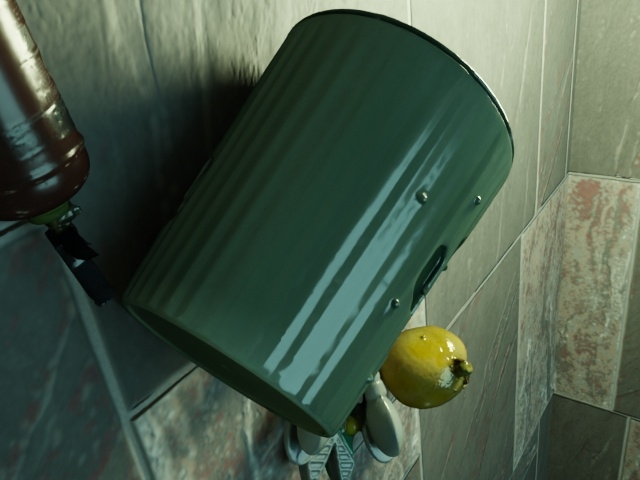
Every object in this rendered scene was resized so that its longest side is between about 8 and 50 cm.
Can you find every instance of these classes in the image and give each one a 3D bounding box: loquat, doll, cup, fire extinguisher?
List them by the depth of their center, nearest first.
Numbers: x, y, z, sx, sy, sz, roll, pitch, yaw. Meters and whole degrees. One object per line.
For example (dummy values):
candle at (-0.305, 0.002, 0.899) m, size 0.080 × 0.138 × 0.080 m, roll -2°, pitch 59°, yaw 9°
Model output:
fire extinguisher at (-0.239, -0.097, 0.459) m, size 0.102 × 0.138 × 0.344 m, roll -35°, pitch 129°, yaw -27°
cup at (0.018, 0.005, 0.735) m, size 0.392 × 0.310 × 0.401 m, roll -57°, pitch 140°, yaw -20°
doll at (0.016, 0.256, 0.964) m, size 0.195 × 0.153 × 0.258 m, roll -19°, pitch 93°, yaw -22°
loquat at (0.205, 0.241, 1.186) m, size 0.172 × 0.204 × 0.149 m, roll -16°, pitch 96°, yaw -41°
